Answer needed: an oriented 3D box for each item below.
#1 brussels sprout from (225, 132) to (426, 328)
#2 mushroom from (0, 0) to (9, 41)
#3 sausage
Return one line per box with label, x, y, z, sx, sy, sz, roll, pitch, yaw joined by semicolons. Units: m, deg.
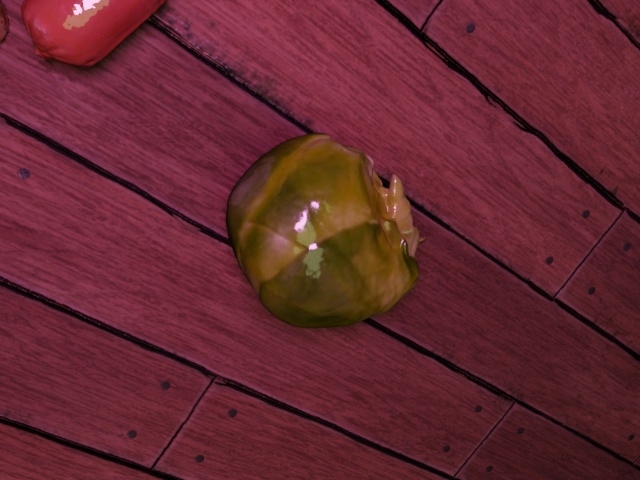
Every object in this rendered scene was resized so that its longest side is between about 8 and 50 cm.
brussels sprout;0.000;0.000;1.144;0.314;0.276;0.371;-51;124;-7
mushroom;-0.531;-0.385;0.912;0.072;0.094;0.209;-32;113;1
sausage;-0.332;-0.363;0.953;0.254;0.148;0.148;-38;118;0
